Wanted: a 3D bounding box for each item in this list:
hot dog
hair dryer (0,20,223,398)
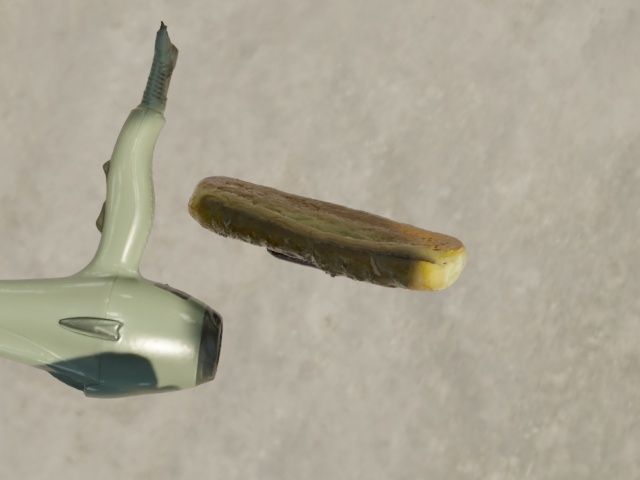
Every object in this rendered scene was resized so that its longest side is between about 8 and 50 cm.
[{"bbox_3d":[0.000,0.000,1.013,0.216,0.066,0.047,15,111,17],"label":"hot dog"},{"bbox_3d":[-0.198,-0.010,1.010,0.229,0.092,0.267,-10,82,-3],"label":"hair dryer"}]
